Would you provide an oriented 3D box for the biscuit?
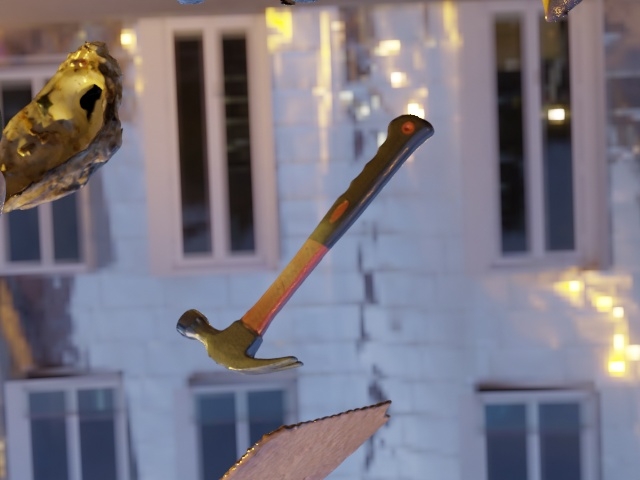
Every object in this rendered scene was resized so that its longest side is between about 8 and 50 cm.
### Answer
[{"bbox_3d":[-0.034,0.254,1.963,0.232,0.013,0.237,-8,151,-45],"label":"biscuit"}]

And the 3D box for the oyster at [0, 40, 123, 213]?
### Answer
[{"bbox_3d":[-0.337,-0.111,2.094,0.294,0.094,0.166,-40,-127,-10],"label":"oyster"}]

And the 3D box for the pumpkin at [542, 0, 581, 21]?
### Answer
[{"bbox_3d":[0.253,-0.322,1.595,0.149,0.130,0.254,-23,-159,27],"label":"pumpkin"}]

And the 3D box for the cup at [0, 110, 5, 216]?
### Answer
[{"bbox_3d":[-0.410,-0.072,1.496,0.257,0.219,0.289,-26,132,30],"label":"cup"}]

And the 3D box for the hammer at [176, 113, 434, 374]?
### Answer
[{"bbox_3d":[0.000,0.000,1.552,0.111,0.288,0.033,36,173,21],"label":"hammer"}]

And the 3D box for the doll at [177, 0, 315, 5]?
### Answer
[{"bbox_3d":[-0.137,-0.354,2.183,0.246,0.158,0.340,10,-154,-43],"label":"doll"}]
